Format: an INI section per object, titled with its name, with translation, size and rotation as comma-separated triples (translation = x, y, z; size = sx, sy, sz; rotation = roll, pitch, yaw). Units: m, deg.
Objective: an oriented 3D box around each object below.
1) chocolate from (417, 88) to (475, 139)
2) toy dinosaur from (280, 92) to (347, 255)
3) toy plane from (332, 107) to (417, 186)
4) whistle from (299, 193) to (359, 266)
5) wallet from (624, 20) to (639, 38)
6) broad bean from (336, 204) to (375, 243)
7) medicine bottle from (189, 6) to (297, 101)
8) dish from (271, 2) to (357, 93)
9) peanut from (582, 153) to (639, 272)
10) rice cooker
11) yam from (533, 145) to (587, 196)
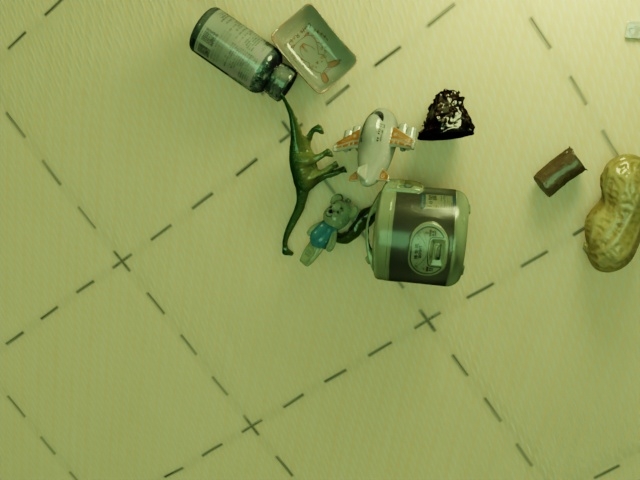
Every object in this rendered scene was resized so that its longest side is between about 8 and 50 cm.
[chocolate]
translation = 0.338, -0.345, 1.755
size = 0.156, 0.156, 0.133
rotation = -5, 89, 11
[toy dinosaur]
translation = -0.088, -0.186, 1.880
size = 0.301, 0.087, 0.447
rotation = -25, 112, 18
[toy plane]
translation = 0.148, -0.259, 1.772
size = 0.245, 0.117, 0.244
rotation = -13, 62, 25
[whistle]
translation = 0.015, -0.027, 1.894
size = 0.114, 0.077, 0.235
rotation = 40, 96, 34
[wallet]
translation = 0.831, -0.542, 1.667
size = 0.083, 0.011, 0.044
rotation = 7, 106, 8
[broad bean]
translation = 0.111, -0.046, 1.912
size = 0.195, 0.046, 0.061
rotation = -34, 87, 19
[medicine bottle]
translation = -0.208, -0.508, 1.791
size = 0.293, 0.141, 0.141
rotation = 35, 108, 0
[dish]
translation = -0.019, -0.520, 1.778
size = 0.151, 0.077, 0.212
rotation = -42, 95, -3
[peanut]
translation = 0.798, -0.072, 1.739
size = 0.153, 0.140, 0.325
rotation = 10, 105, 25
[rice cooker]
translation = 0.262, -0.018, 1.774
size = 0.277, 0.288, 0.288
rotation = 7, 106, 8
[yam]
translation = 0.652, -0.186, 1.762
size = 0.127, 0.084, 0.084
rotation = -40, 95, 15
